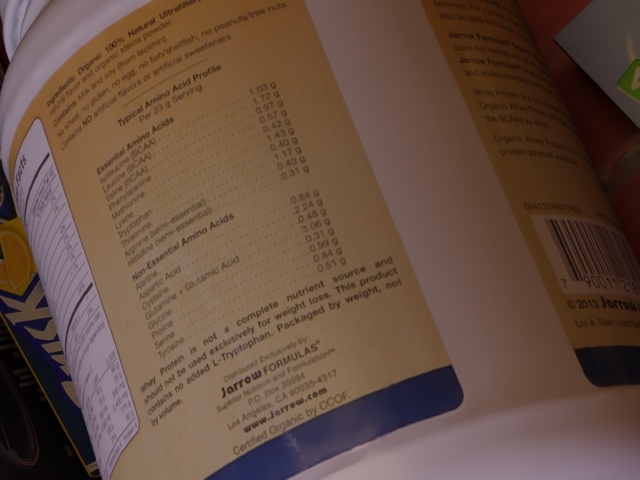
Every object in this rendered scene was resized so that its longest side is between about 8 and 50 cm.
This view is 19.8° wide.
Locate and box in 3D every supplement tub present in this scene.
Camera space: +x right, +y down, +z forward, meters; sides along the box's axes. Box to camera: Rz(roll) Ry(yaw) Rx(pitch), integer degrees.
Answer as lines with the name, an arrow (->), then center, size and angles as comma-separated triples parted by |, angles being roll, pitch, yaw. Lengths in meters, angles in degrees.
supplement tub -> 0.000, 0.000, 0.746 | 0.228, 0.228, 0.316 | -28, 65, 17

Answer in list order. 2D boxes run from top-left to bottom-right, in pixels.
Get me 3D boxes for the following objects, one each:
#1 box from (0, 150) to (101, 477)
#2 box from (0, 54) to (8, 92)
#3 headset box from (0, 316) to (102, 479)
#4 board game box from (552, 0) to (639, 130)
box -> -0.117, 0.022, 0.859 | 0.054, 0.059, 0.169 | -30, 90, 17
box -> -0.284, -0.083, 0.964 | 0.216, 0.060, 0.270 | -31, 82, 16
headset box -> -0.210, 0.074, 0.801 | 0.110, 0.218, 0.293 | -31, 84, 16
board game box -> 0.228, -0.102, 0.770 | 0.211, 0.039, 0.160 | -44, 62, 10
